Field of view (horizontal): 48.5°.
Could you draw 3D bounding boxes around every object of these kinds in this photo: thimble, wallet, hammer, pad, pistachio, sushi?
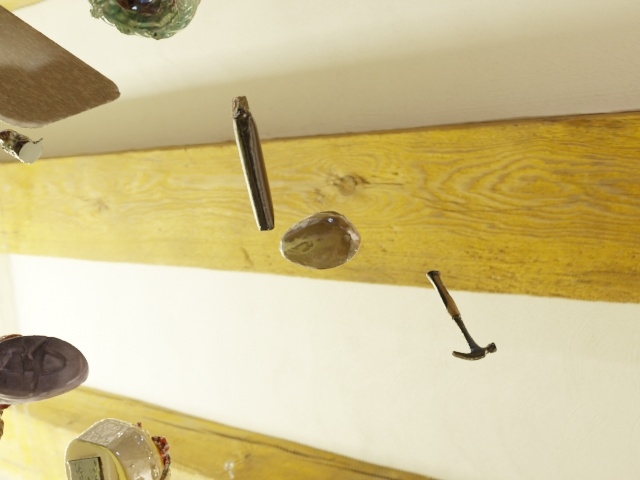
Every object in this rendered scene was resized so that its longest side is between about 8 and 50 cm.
[{"bbox_3d":[-0.300,-0.452,1.212,0.211,0.185,0.149,-10,-132,28],"label":"thimble"},{"bbox_3d":[-0.127,-0.152,1.340,0.149,0.044,0.250,-109,-174,-62],"label":"wallet"},{"bbox_3d":[0.248,0.139,1.332,0.021,0.078,0.201,83,-16,-55],"label":"hammer"},{"bbox_3d":[-0.348,-0.188,0.711,0.176,0.266,0.002,-11,-114,28],"label":"pad"},{"bbox_3d":[0.000,0.000,1.494,0.185,0.108,0.126,-4,-101,27],"label":"pistachio"},{"bbox_3d":[-0.420,-0.138,0.990,0.046,0.083,0.044,33,-97,-3],"label":"sushi"}]

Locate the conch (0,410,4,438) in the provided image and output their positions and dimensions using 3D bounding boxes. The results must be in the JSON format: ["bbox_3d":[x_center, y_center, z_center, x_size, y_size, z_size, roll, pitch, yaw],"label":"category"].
[{"bbox_3d":[-0.653,0.323,1.362,0.233,0.086,0.080,43,-68,56],"label":"conch"}]

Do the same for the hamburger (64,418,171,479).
[{"bbox_3d":[-0.447,0.520,1.586,0.295,0.151,0.227,0,-89,39],"label":"hamburger"}]

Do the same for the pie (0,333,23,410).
[{"bbox_3d":[-0.576,0.241,1.285,0.036,0.154,0.154,18,-70,20],"label":"pie"}]

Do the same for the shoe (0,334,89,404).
[{"bbox_3d":[-0.463,0.202,1.052,0.138,0.245,0.095,99,-7,-62],"label":"shoe"}]
